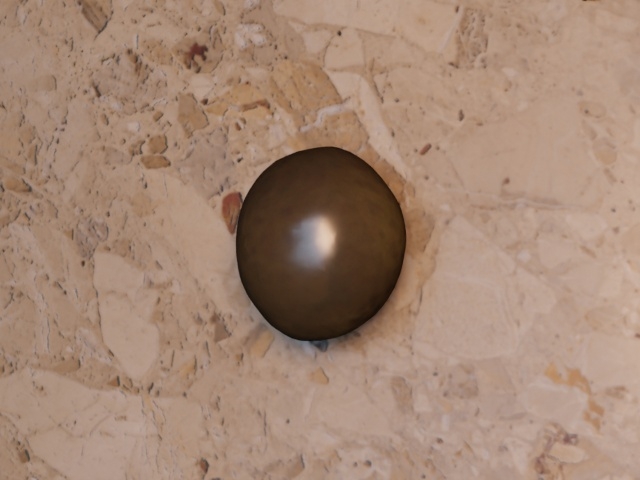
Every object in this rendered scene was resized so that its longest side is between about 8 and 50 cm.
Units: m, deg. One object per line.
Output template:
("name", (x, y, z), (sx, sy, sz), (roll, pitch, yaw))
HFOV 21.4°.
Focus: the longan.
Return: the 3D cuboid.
("longan", (0.000, 0.000, 1.871), (0.196, 0.196, 0.220), (3, 72, 19))
